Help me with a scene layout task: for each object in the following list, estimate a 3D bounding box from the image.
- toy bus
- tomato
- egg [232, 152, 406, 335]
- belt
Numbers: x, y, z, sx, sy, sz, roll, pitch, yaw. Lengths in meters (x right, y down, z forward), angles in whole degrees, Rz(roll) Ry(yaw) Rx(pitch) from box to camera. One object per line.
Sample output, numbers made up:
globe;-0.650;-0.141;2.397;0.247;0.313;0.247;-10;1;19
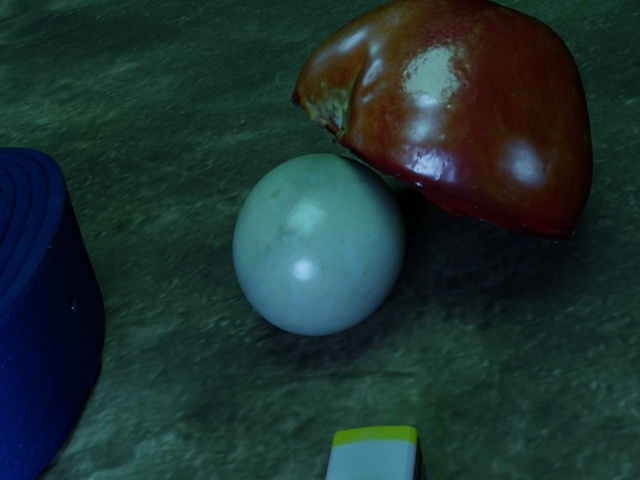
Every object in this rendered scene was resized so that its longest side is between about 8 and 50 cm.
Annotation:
toy bus;0.026;0.140;0.559;0.052;0.058;0.102;-6;29;13
tomato;0.100;-0.098;0.799;0.200;0.140;0.233;19;14;-35
egg;0.000;0.000;0.763;0.114;0.114;0.152;-6;25;11
belt;-0.262;0.054;0.769;0.212;0.117;0.347;-9;28;3
